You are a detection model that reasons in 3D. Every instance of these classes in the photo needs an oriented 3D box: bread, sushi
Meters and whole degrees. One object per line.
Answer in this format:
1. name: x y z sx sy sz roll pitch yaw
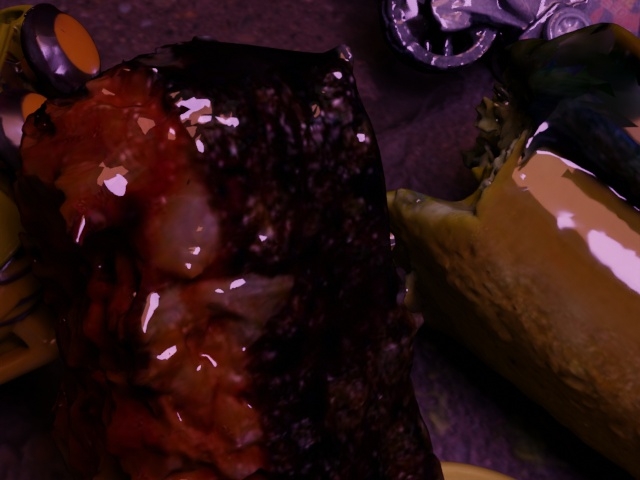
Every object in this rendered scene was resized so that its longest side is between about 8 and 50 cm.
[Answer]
1. bread: 0.223 0.041 0.854 0.377 0.251 0.208 36 82 13
2. sushi: -0.060 0.061 0.741 0.182 0.343 0.196 -20 23 -29

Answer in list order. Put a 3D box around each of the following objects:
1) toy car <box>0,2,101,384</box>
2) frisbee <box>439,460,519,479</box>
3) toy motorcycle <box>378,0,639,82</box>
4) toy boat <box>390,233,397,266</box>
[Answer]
1. toy car: -0.202 -0.021 0.832 0.142 0.200 0.247 49 29 -33
2. frisbee: 0.084 0.234 0.812 0.236 0.017 0.236 7 53 -9
3. toy motorcycle: 0.186 -0.210 1.059 0.307 0.108 0.173 -2 88 -17
4. toy boat: 0.000 0.000 0.963 0.115 0.016 0.063 -12 59 -22
